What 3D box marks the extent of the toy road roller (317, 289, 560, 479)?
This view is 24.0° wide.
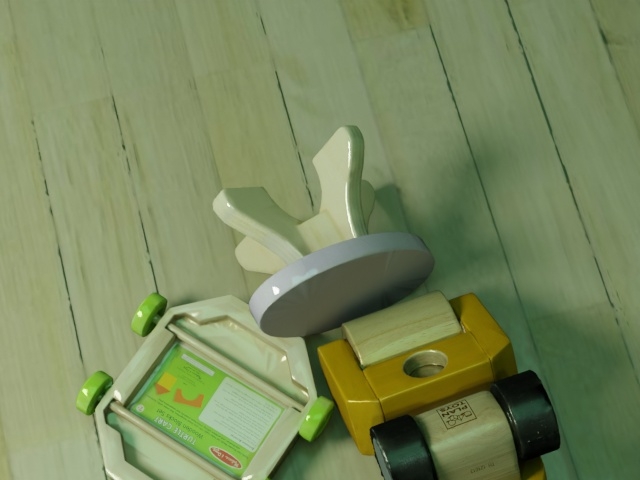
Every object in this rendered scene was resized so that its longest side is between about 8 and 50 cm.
[{"bbox_3d":[0.145,0.235,1.761,0.202,0.240,0.329,-19,32,-7],"label":"toy road roller"}]

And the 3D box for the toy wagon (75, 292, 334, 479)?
[{"bbox_3d":[-0.161,0.232,1.805,0.267,0.068,0.344,31,73,12],"label":"toy wagon"}]

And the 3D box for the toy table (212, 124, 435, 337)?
[{"bbox_3d":[0.000,0.000,1.816,0.252,0.274,0.161,-42,65,26],"label":"toy table"}]
